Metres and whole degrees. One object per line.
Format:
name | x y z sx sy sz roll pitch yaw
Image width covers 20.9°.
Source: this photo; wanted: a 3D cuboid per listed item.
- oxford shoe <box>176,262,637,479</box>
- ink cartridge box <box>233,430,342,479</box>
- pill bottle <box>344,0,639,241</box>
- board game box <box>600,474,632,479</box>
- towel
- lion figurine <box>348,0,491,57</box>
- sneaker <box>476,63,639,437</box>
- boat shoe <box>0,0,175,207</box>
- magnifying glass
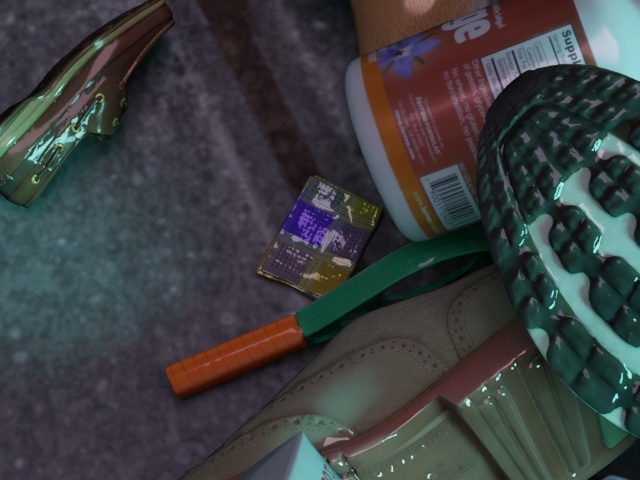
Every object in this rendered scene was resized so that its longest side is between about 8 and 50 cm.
oxford shoe | 0.017 0.138 1.075 0.397 0.140 0.146 -27 31 -1
ink cartridge box | -0.007 0.254 0.908 0.168 0.171 0.232 -39 94 9
pill bottle | 0.133 -0.089 1.041 0.216 0.121 0.121 -21 69 10
board game box | 0.298 0.366 0.980 0.390 0.050 0.390 15 75 6
towel | 0.000 0.000 1.171 0.060 0.009 0.083 27 71 12
lion figurine | 0.070 -0.159 1.168 0.240 0.142 0.392 -12 73 4
sneaker | 0.242 0.054 0.985 0.410 0.182 0.158 43 102 -9
boat shoe | -0.163 -0.096 1.190 0.178 0.064 0.060 -46 105 -14
magnifying glass | 0.010 0.047 1.120 0.231 0.092 0.026 -25 69 2
